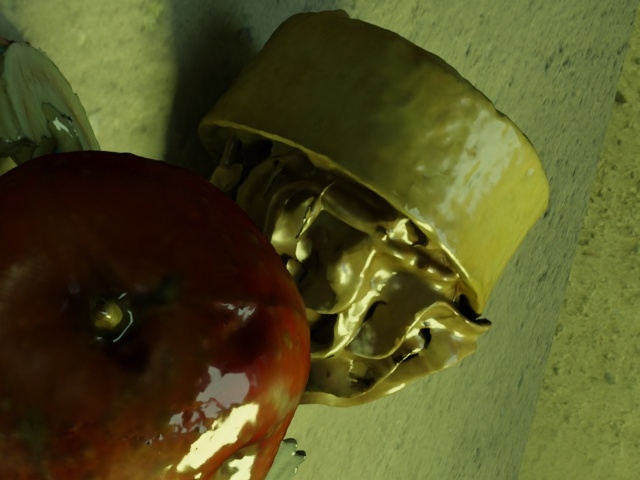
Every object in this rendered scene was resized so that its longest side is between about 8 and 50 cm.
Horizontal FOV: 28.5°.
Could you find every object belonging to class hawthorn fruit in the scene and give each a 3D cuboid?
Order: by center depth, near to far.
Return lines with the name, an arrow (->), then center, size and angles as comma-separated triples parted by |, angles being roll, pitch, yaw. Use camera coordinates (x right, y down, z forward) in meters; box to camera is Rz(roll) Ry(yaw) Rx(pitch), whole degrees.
hawthorn fruit -> -0.138, 0.071, 0.834 | 0.300, 0.275, 0.275 | 113, 2, -73

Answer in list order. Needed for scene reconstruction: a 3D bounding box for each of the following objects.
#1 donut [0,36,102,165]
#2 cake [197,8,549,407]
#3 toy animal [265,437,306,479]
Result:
donut -> -0.220, -0.088, 0.919 | 0.108, 0.065, 0.166 | 68, 11, 17
cake -> 0.005, 0.001, 1.169 | 0.321, 0.332, 0.332 | -56, 151, -13
toy animal -> -0.212, 0.213, 1.083 | 0.284, 0.225, 0.302 | 29, 91, -45
